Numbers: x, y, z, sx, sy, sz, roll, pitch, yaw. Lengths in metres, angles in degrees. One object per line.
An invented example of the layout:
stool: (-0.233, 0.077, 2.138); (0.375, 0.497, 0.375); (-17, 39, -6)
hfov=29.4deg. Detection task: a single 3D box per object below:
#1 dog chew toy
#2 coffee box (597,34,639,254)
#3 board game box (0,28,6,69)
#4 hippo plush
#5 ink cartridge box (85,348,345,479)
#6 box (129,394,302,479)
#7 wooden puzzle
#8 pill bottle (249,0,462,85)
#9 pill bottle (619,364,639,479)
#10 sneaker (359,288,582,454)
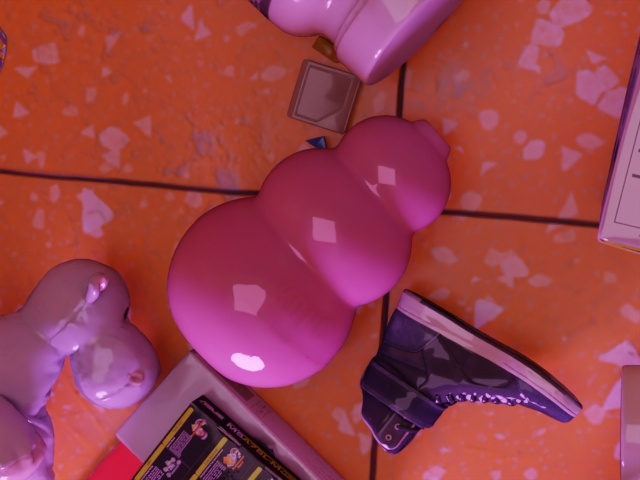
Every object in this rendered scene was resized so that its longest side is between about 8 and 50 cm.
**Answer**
dog chew toy: (0.000, 0.000, 1.279); (0.332, 0.206, 0.206); (-42, 85, 7)
coffee box: (0.447, -0.132, 1.074); (0.338, 0.337, 0.334); (14, 100, 12)
board game box: (-0.455, -0.240, 1.448); (0.133, 0.033, 0.168); (-37, 86, 15)
hippo plush: (-0.318, 0.123, 1.392); (0.237, 0.234, 0.294); (-31, 92, -11)
ink cartridge box: (-0.119, 0.314, 1.402); (0.296, 0.066, 0.261); (43, 103, 7)
box: (-0.122, 0.301, 1.346); (0.184, 0.045, 0.190); (39, 103, 10)
wooden puzzle: (0.005, -0.160, 1.351); (0.079, 0.014, 0.116); (27, 101, 15)
pill bottle: (-0.025, -0.340, 1.239); (0.363, 0.210, 0.210); (45, 104, 6)
pill bottle: (0.448, 0.189, 1.193); (0.302, 0.169, 0.169); (0, 96, 14)
sneaker: (0.149, 0.176, 1.302); (0.226, 0.086, 0.163); (29, 91, 20)
